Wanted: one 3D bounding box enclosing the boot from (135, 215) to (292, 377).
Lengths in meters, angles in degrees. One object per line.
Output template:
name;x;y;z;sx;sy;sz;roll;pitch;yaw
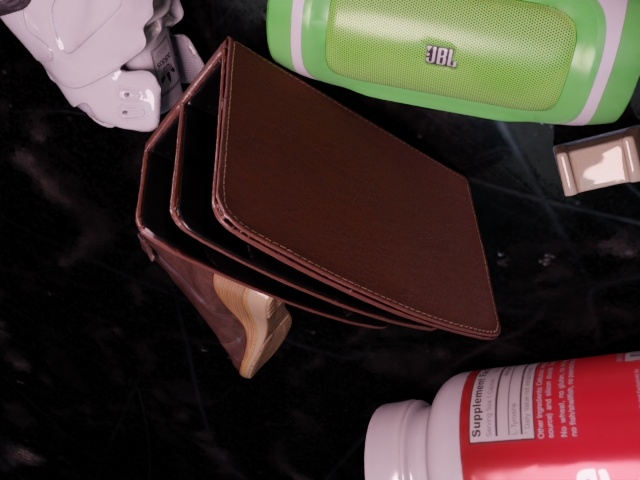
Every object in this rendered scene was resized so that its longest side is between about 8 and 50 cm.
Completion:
boot;-0.139;0.061;0.874;0.207;0.090;0.248;34;147;16

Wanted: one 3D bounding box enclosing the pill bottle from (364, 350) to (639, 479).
pill bottle;0.268;0.254;0.771;0.408;0.229;0.229;-13;119;26

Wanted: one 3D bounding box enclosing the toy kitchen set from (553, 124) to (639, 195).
toy kitchen set;0.333;-0.014;0.650;0.166;0.122;0.207;-13;99;26

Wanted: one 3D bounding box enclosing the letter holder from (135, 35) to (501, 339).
letter holder;0.000;0.000;0.621;0.302;0.214;0.152;24;133;-31

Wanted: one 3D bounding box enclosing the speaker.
speaker;0.111;-0.180;0.575;0.297;0.131;0.131;12;127;10

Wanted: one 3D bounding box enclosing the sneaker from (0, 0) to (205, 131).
sneaker;-0.148;-0.234;0.621;0.366;0.137;0.210;-14;120;32
